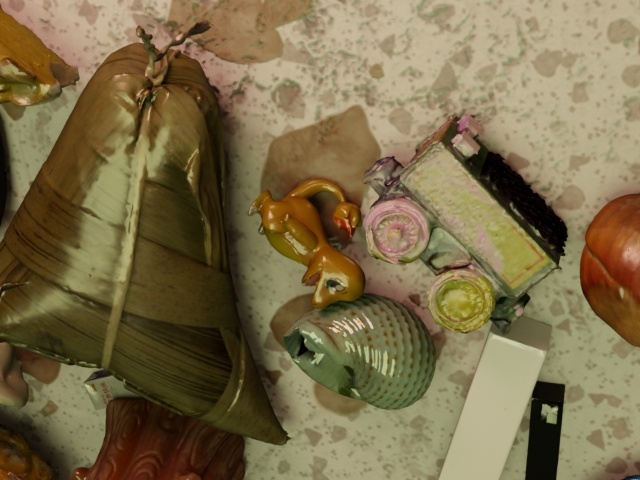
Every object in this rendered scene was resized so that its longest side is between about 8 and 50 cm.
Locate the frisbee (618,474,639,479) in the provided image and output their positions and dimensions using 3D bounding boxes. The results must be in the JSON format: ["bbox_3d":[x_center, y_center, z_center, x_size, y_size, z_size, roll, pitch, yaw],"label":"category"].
[{"bbox_3d":[0.440,0.392,1.504,0.242,0.045,0.242,6,121,10],"label":"frisbee"}]

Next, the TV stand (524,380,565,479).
[{"bbox_3d":[0.292,0.311,1.516,0.040,0.049,0.256,6,112,13],"label":"TV stand"}]

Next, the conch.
[{"bbox_3d":[0.057,0.128,1.462,0.200,0.131,0.172,45,160,-26],"label":"conch"}]

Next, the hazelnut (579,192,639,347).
[{"bbox_3d":[0.386,0.033,1.310,0.182,0.182,0.182,6,113,14],"label":"hazelnut"}]

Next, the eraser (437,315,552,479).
[{"bbox_3d":[0.217,0.240,1.494,0.076,0.078,0.298,19,115,9],"label":"eraser"}]

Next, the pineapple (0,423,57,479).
[{"bbox_3d":[-0.540,0.436,1.677,0.353,0.300,0.352,6,112,15],"label":"pineapple"}]

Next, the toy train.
[{"bbox_3d":[0.171,-0.013,1.373,0.261,0.134,0.177,46,116,-5],"label":"toy train"}]

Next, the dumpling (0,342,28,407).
[{"bbox_3d":[-0.560,0.152,1.605,0.318,0.187,0.243,2,155,33],"label":"dumpling"}]

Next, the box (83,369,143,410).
[{"bbox_3d":[-0.280,0.206,1.652,0.117,0.036,0.050,-18,104,23],"label":"box"}]

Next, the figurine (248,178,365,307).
[{"bbox_3d":[0.004,-0.001,1.442,0.122,0.121,0.176,-35,70,-7],"label":"figurine"}]

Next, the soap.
[{"bbox_3d":[-0.480,-0.330,1.424,0.305,0.169,0.338,-5,111,19],"label":"soap"}]

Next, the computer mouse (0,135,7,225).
[{"bbox_3d":[-0.491,-0.083,1.578,0.122,0.073,0.217,2,105,14],"label":"computer mouse"}]

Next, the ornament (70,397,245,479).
[{"bbox_3d":[-0.220,0.349,1.573,0.221,0.217,0.235,-32,110,28],"label":"ornament"}]

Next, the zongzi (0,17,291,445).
[{"bbox_3d":[-0.132,-0.014,1.469,0.467,0.218,0.500,26,110,-18],"label":"zongzi"}]
